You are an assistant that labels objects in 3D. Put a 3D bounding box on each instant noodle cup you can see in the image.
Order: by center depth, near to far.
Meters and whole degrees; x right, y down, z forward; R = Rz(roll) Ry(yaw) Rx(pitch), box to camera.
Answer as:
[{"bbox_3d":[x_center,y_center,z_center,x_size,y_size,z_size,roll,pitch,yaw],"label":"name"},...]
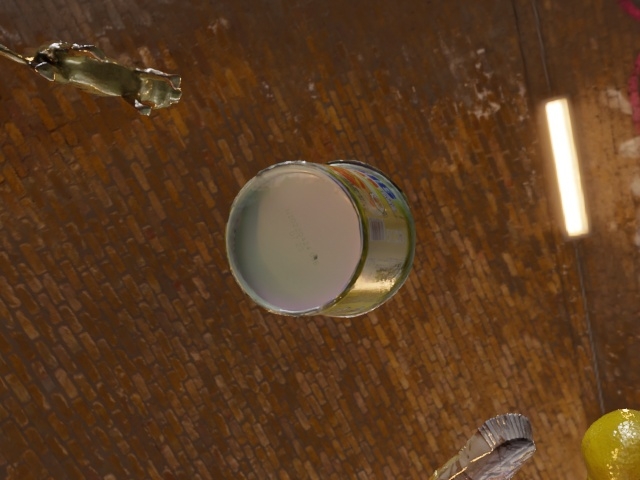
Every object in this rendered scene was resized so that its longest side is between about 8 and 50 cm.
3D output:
[{"bbox_3d":[0.000,0.000,0.538,0.153,0.205,0.204,-2,-91,-70],"label":"instant noodle cup"}]

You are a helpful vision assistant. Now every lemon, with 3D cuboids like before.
[{"bbox_3d":[0.393,0.276,0.596,0.109,0.109,0.133,36,-76,-31],"label":"lemon"}]

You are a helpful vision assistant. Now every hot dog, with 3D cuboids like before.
[{"bbox_3d":[0.277,0.388,0.812,0.131,0.069,0.252,14,-61,-25],"label":"hot dog"}]

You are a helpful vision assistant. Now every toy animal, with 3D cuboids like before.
[{"bbox_3d":[-0.245,-0.183,0.534,0.241,0.099,0.056,-2,-70,-54],"label":"toy animal"}]
